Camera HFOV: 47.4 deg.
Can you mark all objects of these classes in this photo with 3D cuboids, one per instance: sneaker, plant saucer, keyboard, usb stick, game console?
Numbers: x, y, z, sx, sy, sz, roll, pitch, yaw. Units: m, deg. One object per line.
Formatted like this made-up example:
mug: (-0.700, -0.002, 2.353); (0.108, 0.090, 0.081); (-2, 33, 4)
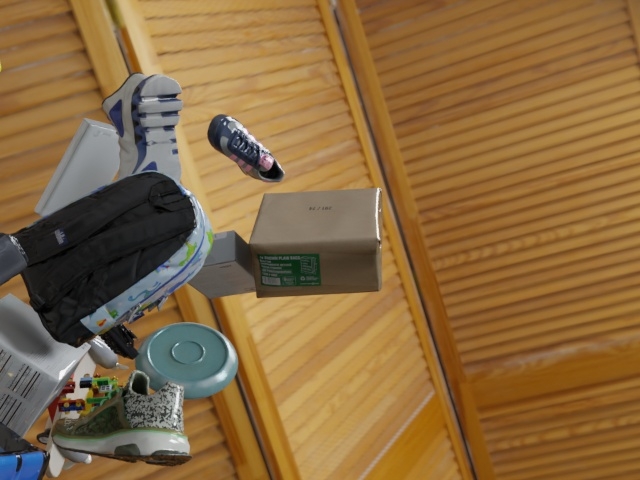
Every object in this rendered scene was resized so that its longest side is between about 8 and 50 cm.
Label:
sneaker: (-0.408, 0.369, 1.540); (0.410, 0.182, 0.158); (-8, -28, 37)
sneaker: (-0.397, -0.230, 1.610); (0.127, 0.316, 0.182); (-7, 29, -39)
plant saucer: (-0.412, 0.357, 2.259); (0.317, 0.044, 0.318); (8, 35, -5)
keyboard: (-0.557, 0.184, 1.801); (0.201, 0.317, 0.033); (-1, 42, 45)
sneaker: (-0.204, -0.261, 2.108); (0.131, 0.112, 0.319); (24, -6, 28)
usb stick: (-0.564, 0.088, 1.094); (0.045, 0.077, 0.278); (16, 44, 34)
game console: (-0.527, 0.421, 1.040); (0.173, 0.293, 0.250); (15, -9, 13)

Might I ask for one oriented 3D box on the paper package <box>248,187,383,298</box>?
paper package: (0.000, 0.000, 1.878); (0.324, 0.168, 0.309); (-2, 28, 6)

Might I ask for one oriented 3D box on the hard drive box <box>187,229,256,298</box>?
hard drive box: (-0.265, 0.070, 1.948); (0.181, 0.089, 0.232); (-10, -24, 13)

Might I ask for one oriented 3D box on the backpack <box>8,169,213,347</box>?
backpack: (-0.395, 0.016, 1.472); (0.355, 0.290, 0.273); (-40, -26, 3)

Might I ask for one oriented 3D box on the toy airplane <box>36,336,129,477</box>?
toy airplane: (-0.697, 0.452, 2.121); (0.272, 0.386, 0.384); (6, -2, -1)

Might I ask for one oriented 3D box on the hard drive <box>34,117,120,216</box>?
hard drive: (-0.679, -0.199, 2.120); (0.308, 0.040, 0.203); (-56, -22, 13)

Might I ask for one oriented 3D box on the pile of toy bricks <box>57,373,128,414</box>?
pile of toy bricks: (-0.606, 0.406, 2.003); (0.212, 0.118, 0.105); (-1, 26, -11)

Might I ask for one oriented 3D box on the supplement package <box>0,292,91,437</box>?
supplement package: (-0.605, 0.242, 1.447); (0.149, 0.203, 0.194); (-54, 6, 10)
